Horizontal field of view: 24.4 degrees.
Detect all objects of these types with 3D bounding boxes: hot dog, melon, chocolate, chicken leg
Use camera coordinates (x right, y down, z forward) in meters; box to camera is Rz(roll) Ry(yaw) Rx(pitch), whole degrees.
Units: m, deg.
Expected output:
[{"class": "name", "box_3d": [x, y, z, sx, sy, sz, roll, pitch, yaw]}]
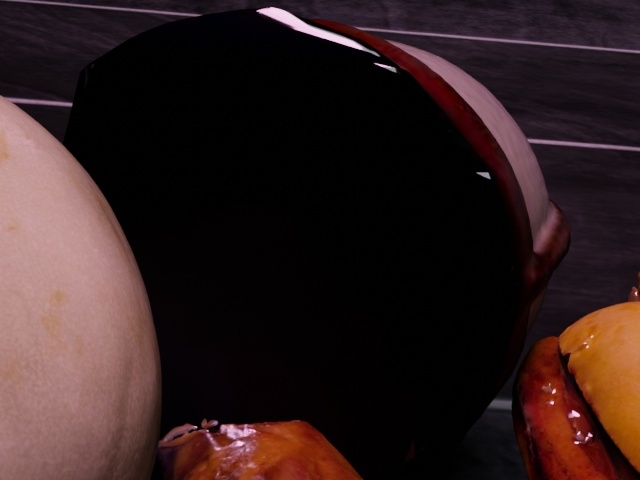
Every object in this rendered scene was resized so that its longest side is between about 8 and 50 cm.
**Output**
[{"class": "hot dog", "box_3d": [0.166, 0.115, 0.690, 0.107, 0.194, 0.326, 6, 10, -14]}, {"class": "melon", "box_3d": [-0.208, 0.045, 0.688, 0.308, 0.272, 0.272, 15, 24, 35]}, {"class": "chocolate", "box_3d": [0.000, 0.000, 0.842, 0.283, 0.284, 0.186, 12, 18, 15]}, {"class": "chicken leg", "box_3d": [-0.040, 0.187, 0.627, 0.113, 0.093, 0.304, -8, 29, 12]}]
